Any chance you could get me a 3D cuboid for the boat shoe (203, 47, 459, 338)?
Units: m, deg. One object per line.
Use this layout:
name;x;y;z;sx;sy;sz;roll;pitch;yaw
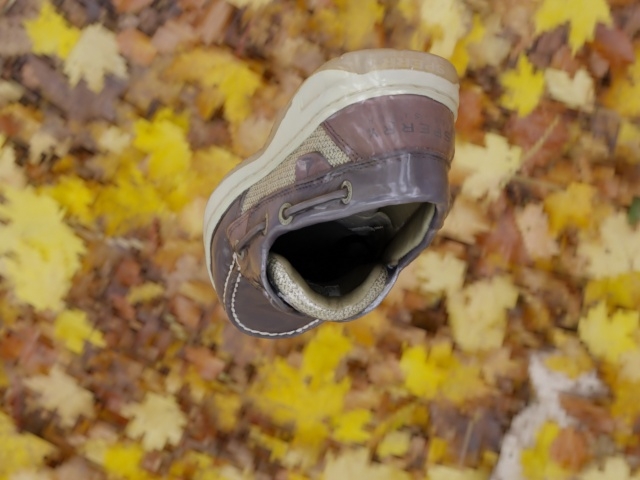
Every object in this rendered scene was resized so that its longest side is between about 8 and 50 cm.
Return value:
boat shoe;0.000;0.000;0.918;0.103;0.092;0.285;8;152;-18
